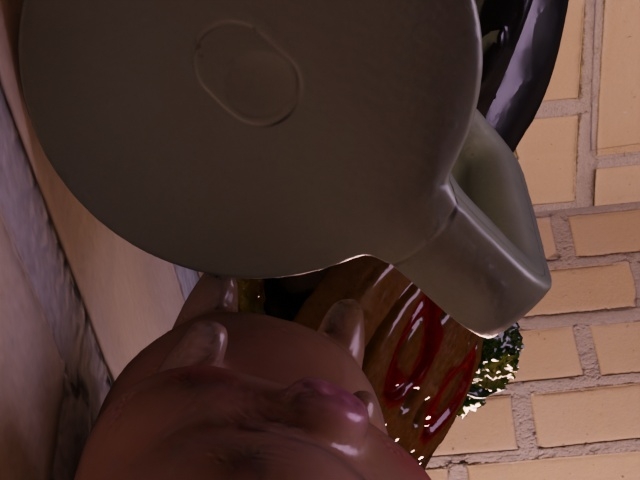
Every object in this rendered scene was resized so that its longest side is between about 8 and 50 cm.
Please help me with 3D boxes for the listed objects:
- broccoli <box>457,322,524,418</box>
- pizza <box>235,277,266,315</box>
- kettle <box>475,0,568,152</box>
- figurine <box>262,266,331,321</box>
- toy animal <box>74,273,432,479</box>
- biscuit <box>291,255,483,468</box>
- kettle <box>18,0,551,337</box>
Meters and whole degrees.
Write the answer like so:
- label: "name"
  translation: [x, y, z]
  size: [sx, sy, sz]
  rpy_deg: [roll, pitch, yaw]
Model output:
- label: "broccoli"
  translation: [0.074, 0.128, 1.466]
  size: [0.283, 0.304, 0.321]
  rpy_deg: [-60, 156, -24]
- label: "pizza"
  translation: [-0.056, 0.085, 1.042]
  size: [0.099, 0.036, 0.160]
  rpy_deg: [-83, 167, -71]
- label: "kettle"
  translation: [0.092, -0.183, 0.955]
  size: [0.321, 0.228, 0.324]
  rpy_deg: [135, -33, -61]
- label: "figurine"
  translation: [0.005, 0.000, 1.146]
  size: [0.192, 0.167, 0.257]
  rpy_deg: [-70, 155, -48]
- label: "toy animal"
  translation: [-0.035, 0.113, 0.517]
  size: [0.250, 0.166, 0.154]
  rpy_deg: [-91, -169, -77]
- label: "biscuit"
  translation: [0.058, 0.121, 1.083]
  size: [0.314, 0.063, 0.367]
  rpy_deg: [-55, 154, -8]
- label: "kettle"
  translation: [-0.012, -0.105, 0.681]
  size: [0.318, 0.205, 0.265]
  rpy_deg: [-86, 162, -68]
